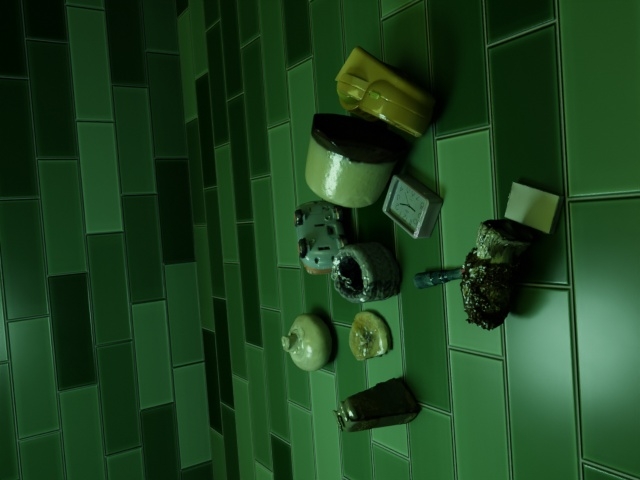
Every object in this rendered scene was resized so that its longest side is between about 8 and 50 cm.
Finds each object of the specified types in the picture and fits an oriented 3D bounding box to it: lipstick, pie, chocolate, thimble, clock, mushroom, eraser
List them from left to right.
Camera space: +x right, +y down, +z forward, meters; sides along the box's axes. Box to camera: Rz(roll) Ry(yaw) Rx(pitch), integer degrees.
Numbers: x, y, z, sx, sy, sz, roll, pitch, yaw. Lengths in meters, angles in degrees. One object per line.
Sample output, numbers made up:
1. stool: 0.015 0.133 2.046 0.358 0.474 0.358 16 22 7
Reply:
1. mushroom: -0.065 0.430 2.361 0.246 0.202 0.246 -18 69 60
2. chocolate: 0.101 -0.248 1.888 0.326 0.314 0.297 -99 20 -66
3. thimble: 0.158 0.119 2.004 0.245 0.157 0.217 40 128 47
4. pie: 0.180 0.358 2.105 0.218 0.052 0.185 -39 57 50
5. clock: 0.218 -0.450 1.759 0.317 0.244 0.200 42 113 42
6. clock: 0.299 -0.116 1.837 0.197 0.063 0.150 47 133 43
7. lipstick: 0.390 0.115 1.744 0.234 0.053 0.053 -16 81 55
8. eraser: 0.560 -0.087 1.473 0.150 0.023 0.104 32 121 51

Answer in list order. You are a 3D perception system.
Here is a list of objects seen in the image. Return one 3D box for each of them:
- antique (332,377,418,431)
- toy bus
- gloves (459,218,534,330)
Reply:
1. antique: 0.181 0.579 1.922 0.150 0.284 0.125 61 140 34
2. toy bus: 0.000 0.000 2.194 0.232 0.194 0.288 93 169 -60
3. gloves: 0.465 0.094 1.506 0.135 0.210 0.312 27 111 36
